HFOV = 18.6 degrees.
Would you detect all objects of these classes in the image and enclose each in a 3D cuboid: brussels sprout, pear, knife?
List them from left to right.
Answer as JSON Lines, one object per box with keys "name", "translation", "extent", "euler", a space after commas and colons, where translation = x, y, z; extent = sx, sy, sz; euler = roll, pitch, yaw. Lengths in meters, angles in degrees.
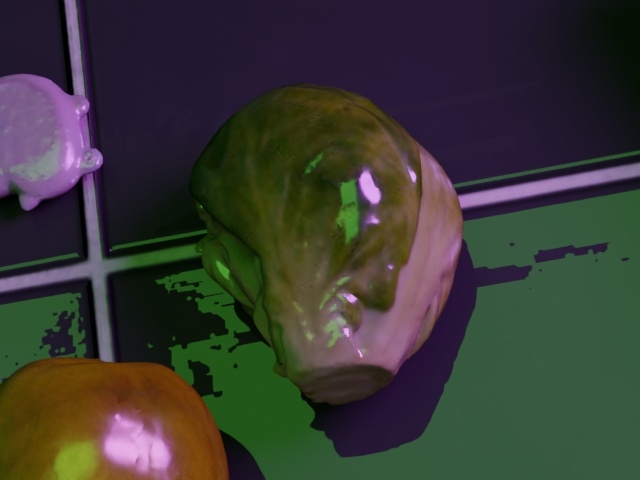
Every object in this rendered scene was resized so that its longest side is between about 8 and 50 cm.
{"name": "knife", "translation": [-0.333, -0.024, 1.220], "extent": [0.398, 0.038, 0.132], "euler": [-17, 71, 2]}
{"name": "pear", "translation": [-0.123, 0.140, 1.070], "extent": [0.148, 0.149, 0.162], "euler": [-4, 78, 8]}
{"name": "brussels sprout", "translation": [0.006, -0.005, 1.108], "extent": [0.145, 0.131, 0.183], "euler": [-37, 64, 1]}
